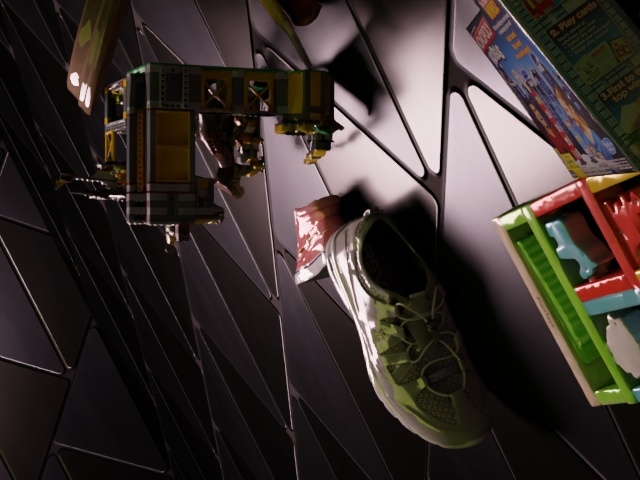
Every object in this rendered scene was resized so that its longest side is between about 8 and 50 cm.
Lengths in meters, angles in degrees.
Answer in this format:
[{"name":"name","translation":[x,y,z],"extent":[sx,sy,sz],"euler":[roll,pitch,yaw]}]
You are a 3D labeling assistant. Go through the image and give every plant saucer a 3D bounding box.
[{"name":"plant saucer","translation":[-0.252,-0.288,1.388],"extent":[0.278,0.041,0.278],"euler":[-163,90,-81]}]

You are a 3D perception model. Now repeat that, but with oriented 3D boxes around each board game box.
[{"name":"board game box","translation":[0.161,-0.138,0.793],"extent":[0.194,0.060,0.194],"euler":[55,-179,-2]}]

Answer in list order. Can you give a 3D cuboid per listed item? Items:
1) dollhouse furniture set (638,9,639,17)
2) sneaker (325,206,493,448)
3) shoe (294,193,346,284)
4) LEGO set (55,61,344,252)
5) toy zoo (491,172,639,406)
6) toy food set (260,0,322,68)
[{"name":"dollhouse furniture set","translation":[0.220,-0.165,0.627],"extent":[0.161,0.101,0.182],"euler":[41,151,43]},{"name":"sneaker","translation":[0.093,0.093,1.226],"extent":[0.281,0.105,0.115],"euler":[57,159,12]},{"name":"shoe","translation":[0.000,0.000,1.397],"extent":[0.178,0.063,0.081],"euler":[136,118,-72]},{"name":"LEGO set","translation":[-0.127,-0.084,1.288],"extent":[0.331,0.255,0.192],"euler":[3,93,58]},{"name":"toy zoo","translation":[0.253,0.032,0.893],"extent":[0.192,0.030,0.293],"euler":[61,158,1]},{"name":"toy food set","translation":[-0.044,-0.280,1.152],"extent":[0.218,0.071,0.128],"euler":[57,-178,18]}]
